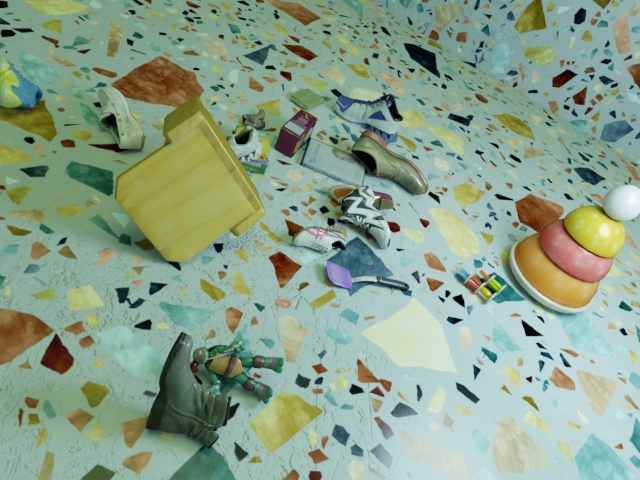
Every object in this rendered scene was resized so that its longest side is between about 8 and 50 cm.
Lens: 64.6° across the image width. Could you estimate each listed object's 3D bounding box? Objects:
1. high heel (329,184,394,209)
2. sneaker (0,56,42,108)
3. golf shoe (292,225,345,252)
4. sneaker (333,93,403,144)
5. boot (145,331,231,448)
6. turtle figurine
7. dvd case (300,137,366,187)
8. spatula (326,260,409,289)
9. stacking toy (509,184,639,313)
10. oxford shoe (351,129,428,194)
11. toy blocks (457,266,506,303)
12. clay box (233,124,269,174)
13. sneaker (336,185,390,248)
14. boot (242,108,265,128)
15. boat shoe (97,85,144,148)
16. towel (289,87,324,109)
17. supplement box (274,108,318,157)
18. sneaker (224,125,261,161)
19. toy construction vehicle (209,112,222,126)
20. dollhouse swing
[{"bbox_3d":[0.150,-0.163,1.868,0.244,0.082,0.117,7,13,-2],"label":"high heel"},{"bbox_3d":[-0.967,-0.490,1.618,0.126,0.091,0.240,11,41,-44],"label":"sneaker"},{"bbox_3d":[0.000,0.000,1.620,0.186,0.067,0.086,-5,53,-30],"label":"golf shoe"},{"bbox_3d":[0.234,-0.577,2.211,0.316,0.182,0.127,32,41,5],"label":"sneaker"},{"bbox_3d":[-0.261,0.317,1.076,0.161,0.246,0.083,17,17,-7],"label":"boot"},{"bbox_3d":[-0.213,0.294,1.177,0.234,0.175,0.118,20,19,-21],"label":"turtle figurine"},{"bbox_3d":[0.056,-0.304,1.976,0.253,0.022,0.180,21,43,-7],"label":"dvd case"},{"bbox_3d":[0.154,0.125,1.602,0.297,0.030,0.084,10,46,-18],"label":"spatula"},{"bbox_3d":[0.938,0.000,1.783,0.351,0.479,0.350,14,45,-14],"label":"stacking toy"},{"bbox_3d":[0.267,-0.279,2.002,0.348,0.123,0.130,38,63,4],"label":"oxford shoe"},{"bbox_3d":[0.561,0.139,1.775,0.123,0.054,0.148,-25,63,-40],"label":"toy blocks"},{"bbox_3d":[-0.253,-0.340,1.833,0.128,0.053,0.222,12,46,-16],"label":"clay box"},{"bbox_3d":[0.136,-0.063,1.742,0.153,0.094,0.234,-20,84,-10],"label":"sneaker"},{"bbox_3d":[-0.261,-0.478,1.973,0.087,0.042,0.118,4,47,-20],"label":"boot"},{"bbox_3d":[-0.675,-0.404,1.652,0.096,0.098,0.277,-19,61,-39],"label":"boat shoe"},{"bbox_3d":[-0.058,-0.618,2.220,0.110,0.027,0.148,37,45,12],"label":"towel"},{"bbox_3d":[-0.093,-0.414,1.947,0.081,0.104,0.188,30,43,3],"label":"supplement box"},{"bbox_3d":[-0.324,-0.280,1.654,0.292,0.118,0.110,-37,75,-21],"label":"sneaker"},{"bbox_3d":[-0.421,-0.434,1.861,0.086,0.035,0.098,29,39,18],"label":"toy construction vehicle"},{"bbox_3d":[-0.381,-0.165,1.458,0.305,0.346,0.315,-31,31,1],"label":"dollhouse swing"}]
